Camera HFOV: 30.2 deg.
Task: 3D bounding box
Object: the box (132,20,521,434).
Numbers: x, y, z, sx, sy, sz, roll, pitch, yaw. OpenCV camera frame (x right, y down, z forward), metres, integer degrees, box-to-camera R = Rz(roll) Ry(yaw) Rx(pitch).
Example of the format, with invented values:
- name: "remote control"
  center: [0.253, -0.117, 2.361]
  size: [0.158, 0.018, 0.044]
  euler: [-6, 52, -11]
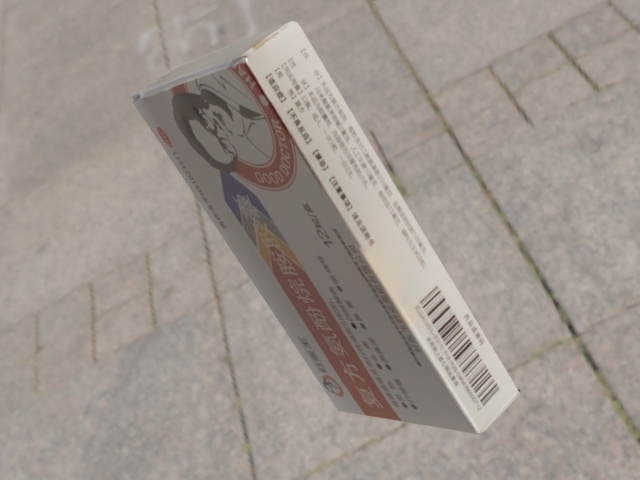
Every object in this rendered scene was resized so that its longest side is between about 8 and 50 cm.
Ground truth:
- name: "box"
  center: [0.000, 0.000, 0.983]
  size: [0.069, 0.353, 0.214]
  euler: [-39, 17, -26]
